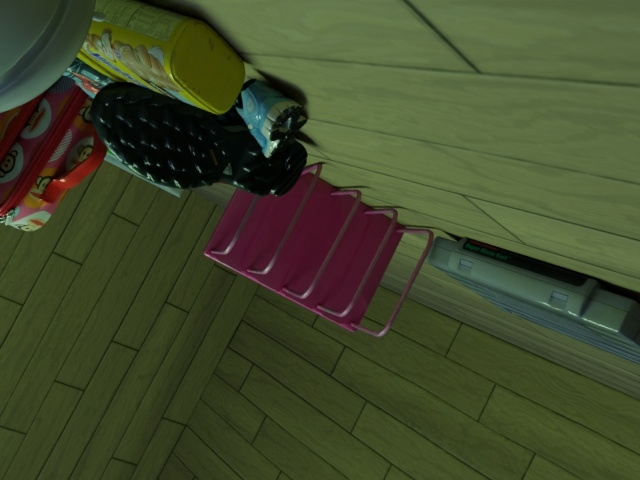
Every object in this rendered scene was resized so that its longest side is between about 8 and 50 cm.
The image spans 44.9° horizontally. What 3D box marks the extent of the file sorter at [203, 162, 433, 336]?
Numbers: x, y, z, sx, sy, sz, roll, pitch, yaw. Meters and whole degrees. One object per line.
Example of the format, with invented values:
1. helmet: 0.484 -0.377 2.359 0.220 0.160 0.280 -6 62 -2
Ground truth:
1. file sorter: 0.000 0.000 1.221 0.290 0.202 0.182 29 172 -14

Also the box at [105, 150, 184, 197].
1. box: -0.400 -0.219 1.600 0.262 0.127 0.231 26 174 6

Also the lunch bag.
1. lunch bag: -0.411 -0.165 1.108 0.258 0.293 0.120 30 178 25

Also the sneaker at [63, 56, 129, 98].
1. sneaker: -0.264 -0.231 0.935 0.125 0.104 0.262 15 179 21

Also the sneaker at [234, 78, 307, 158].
1. sneaker: -0.060 -0.147 0.886 0.073 0.063 0.162 45 172 3

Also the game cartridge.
1. game cartridge: 0.338 0.089 1.109 0.230 0.068 0.355 36 172 -36

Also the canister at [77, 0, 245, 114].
1. canister: -0.175 -0.197 0.798 0.170 0.073 0.126 24 175 28

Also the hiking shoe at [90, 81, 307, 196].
1. hiking shoe: -0.164 -0.131 0.987 0.304 0.113 0.132 16 -162 -44

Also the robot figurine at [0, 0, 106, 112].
1. robot figurine: -0.283 -0.204 0.508 0.300 0.200 0.353 -8 167 12
